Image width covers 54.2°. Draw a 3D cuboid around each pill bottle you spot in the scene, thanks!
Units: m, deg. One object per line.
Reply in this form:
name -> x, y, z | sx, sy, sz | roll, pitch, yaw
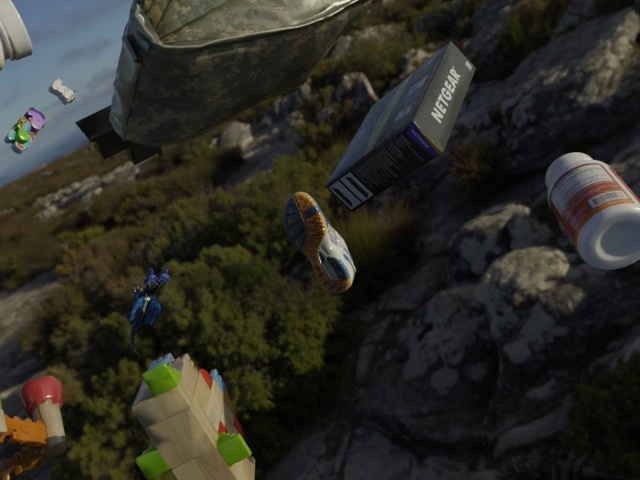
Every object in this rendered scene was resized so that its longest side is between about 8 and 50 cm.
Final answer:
pill bottle -> 0.455, -0.059, 1.045 | 0.121, 0.121, 0.216 | -23, 32, 14
pill bottle -> -0.783, -0.417, 1.333 | 0.283, 0.160, 0.160 | -28, 18, -24

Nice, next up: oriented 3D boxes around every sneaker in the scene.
sneaker -> 0.000, 0.000, 1.717 | 0.112, 0.296, 0.131 | -22, 8, 22

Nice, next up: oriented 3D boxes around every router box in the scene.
router box -> 0.160, -0.223, 1.222 | 0.243, 0.081, 0.308 | -33, 21, 45

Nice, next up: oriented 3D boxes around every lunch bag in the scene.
lunch bag -> -0.118, -0.240, 0.727 | 0.287, 0.168, 0.235 | -35, 1, -28

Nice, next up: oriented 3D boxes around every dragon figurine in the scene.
dragon figurine -> -0.552, 0.219, 1.954 | 0.144, 0.085, 0.288 | -2, 71, 65

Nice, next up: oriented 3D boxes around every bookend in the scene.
bookend -> -0.473, -0.242, 1.492 | 0.156, 0.157, 0.072 | -34, 62, -21

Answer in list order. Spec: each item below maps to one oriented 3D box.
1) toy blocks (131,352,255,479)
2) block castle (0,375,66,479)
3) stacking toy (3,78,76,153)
toy blocks -> -0.245, 0.371, 1.282 | 0.191, 0.381, 0.261 | -27, 15, 3
block castle -> -0.744, 0.343, 1.175 | 0.303, 0.453, 0.212 | -39, 54, 7
stacking toy -> -0.604, -0.224, 1.289 | 0.167, 0.052, 0.221 | -31, 31, 30
